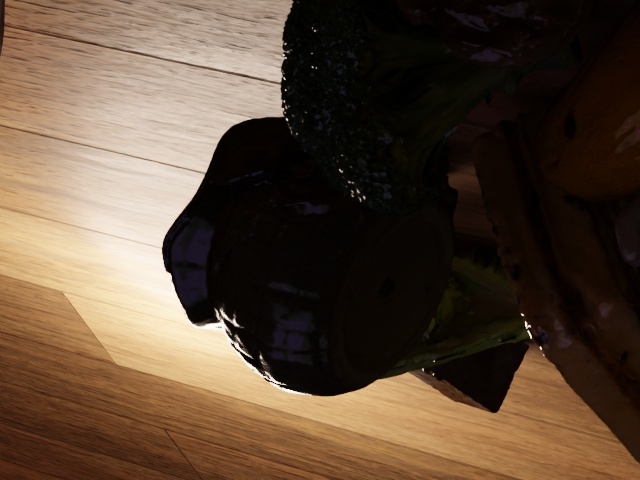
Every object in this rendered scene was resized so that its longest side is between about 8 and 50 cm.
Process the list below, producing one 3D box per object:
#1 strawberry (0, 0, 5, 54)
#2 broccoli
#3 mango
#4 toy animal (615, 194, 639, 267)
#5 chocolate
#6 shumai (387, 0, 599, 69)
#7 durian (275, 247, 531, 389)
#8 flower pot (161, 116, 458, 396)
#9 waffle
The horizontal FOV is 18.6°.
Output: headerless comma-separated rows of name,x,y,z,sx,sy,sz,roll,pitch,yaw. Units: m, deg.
strawberry,-0.462,-0.232,1.981,0.317,0.295,0.345,-4,148,-38
broccoli,0.092,-0.144,1.703,0.269,0.269,0.254,10,159,30
mango,0.269,-0.113,1.631,0.120,0.177,0.295,37,159,0
toy animal,0.436,0.044,1.668,0.303,0.194,0.344,-16,97,32
chocolate,0.091,0.089,2.347,0.321,0.112,0.112,33,165,-24
shumai,0.146,-0.254,1.525,0.184,0.218,0.185,22,119,4
durian,0.122,0.106,2.183,0.355,0.169,0.157,-17,120,9
flower pot,0.000,0.000,2.019,0.213,0.302,0.302,25,160,30
waffle,0.290,0.067,1.890,0.114,0.261,0.376,-28,138,14
